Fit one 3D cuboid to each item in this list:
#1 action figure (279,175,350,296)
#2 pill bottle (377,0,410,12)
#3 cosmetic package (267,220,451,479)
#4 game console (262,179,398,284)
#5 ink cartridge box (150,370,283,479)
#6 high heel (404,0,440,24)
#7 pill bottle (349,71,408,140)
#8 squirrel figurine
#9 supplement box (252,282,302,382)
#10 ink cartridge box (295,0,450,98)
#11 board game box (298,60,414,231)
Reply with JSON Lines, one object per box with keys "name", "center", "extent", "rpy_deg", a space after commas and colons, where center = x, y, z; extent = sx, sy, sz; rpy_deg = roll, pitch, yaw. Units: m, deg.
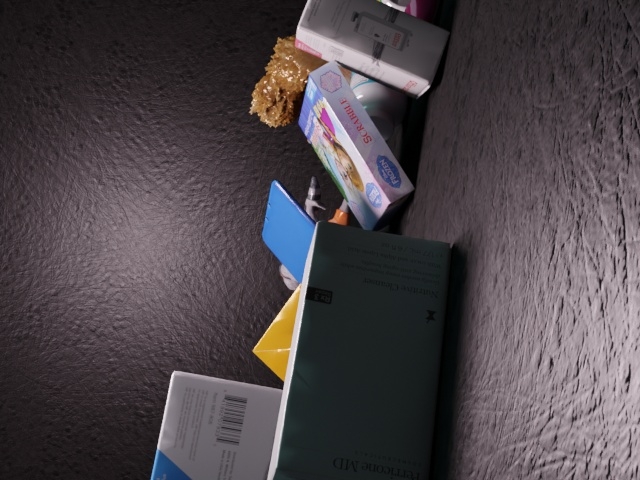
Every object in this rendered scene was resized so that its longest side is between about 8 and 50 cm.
{"name": "action figure", "center": [0.000, 0.000, 2.643], "extent": [0.341, 0.178, 0.330], "rpy_deg": [-32, -27, -57]}
{"name": "pill bottle", "center": [0.189, -0.561, 2.507], "extent": [0.208, 0.117, 0.118], "rpy_deg": [108, 172, -63]}
{"name": "cosmetic package", "center": [0.058, 0.185, 1.446], "extent": [0.156, 0.217, 0.385], "rpy_deg": [106, 172, -60]}
{"name": "game console", "center": [0.015, -0.005, 2.199], "extent": [0.293, 0.250, 0.174], "rpy_deg": [108, 156, -63]}
{"name": "ink cartridge box", "center": [-0.098, 0.418, 1.816], "extent": [0.166, 0.394, 0.286], "rpy_deg": [104, 176, -76]}
{"name": "high heel", "center": [0.179, -0.591, 2.184], "extent": [0.127, 0.181, 0.378], "rpy_deg": [111, 169, -74]}
{"name": "pill bottle", "center": [0.143, -0.367, 2.414], "extent": [0.146, 0.146, 0.264], "rpy_deg": [105, 174, -55]}
{"name": "squirrel figurine", "center": [0.006, -0.421, 2.781], "extent": [0.370, 0.396, 0.281], "rpy_deg": [140, 136, -71]}
{"name": "supplement box", "center": [-0.002, 0.186, 2.081], "extent": [0.191, 0.129, 0.194], "rpy_deg": [-55, -17, 20]}
{"name": "ink cartridge box", "center": [0.099, -0.403, 2.007], "extent": [0.207, 0.282, 0.117], "rpy_deg": [-175, 108, -87]}
{"name": "board game box", "center": [0.068, -0.189, 2.162], "extent": [0.318, 0.065, 0.319], "rpy_deg": [58, 169, 8]}
